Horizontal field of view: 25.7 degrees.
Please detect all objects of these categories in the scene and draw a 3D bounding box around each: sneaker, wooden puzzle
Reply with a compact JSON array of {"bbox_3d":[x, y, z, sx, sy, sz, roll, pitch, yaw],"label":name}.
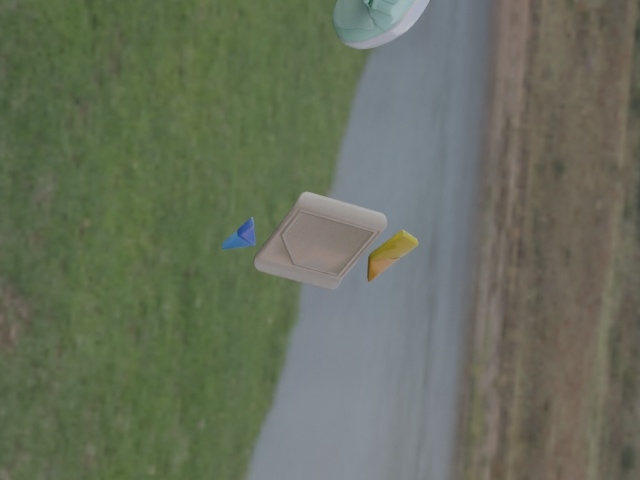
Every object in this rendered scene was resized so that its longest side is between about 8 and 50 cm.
[{"bbox_3d":[0.042,-0.267,1.253,0.256,0.151,0.094,-40,-131,50],"label":"sneaker"},{"bbox_3d":[0.000,0.000,0.932,0.078,0.116,0.014,-47,-143,32],"label":"wooden puzzle"}]
